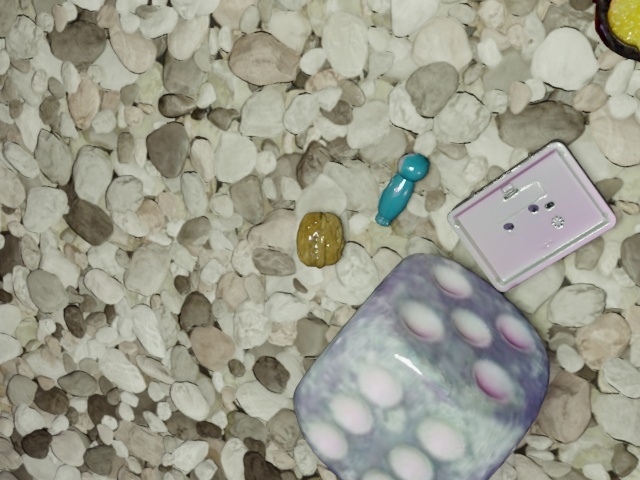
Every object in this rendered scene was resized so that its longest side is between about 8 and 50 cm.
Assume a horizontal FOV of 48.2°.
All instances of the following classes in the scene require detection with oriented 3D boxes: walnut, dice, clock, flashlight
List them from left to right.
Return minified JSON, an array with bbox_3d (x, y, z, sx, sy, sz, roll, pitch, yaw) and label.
[{"bbox_3d":[0.000,0.000,1.161,0.079,0.082,0.096,0,104,-9],"label":"walnut"},{"bbox_3d":[0.124,-0.078,1.110,0.051,0.051,0.129,30,114,10],"label":"flashlight"},{"bbox_3d":[0.142,0.205,1.035,0.270,0.271,0.270,40,127,7],"label":"dice"},{"bbox_3d":[0.305,-0.038,1.048,0.197,0.063,0.150,-36,90,24],"label":"clock"}]

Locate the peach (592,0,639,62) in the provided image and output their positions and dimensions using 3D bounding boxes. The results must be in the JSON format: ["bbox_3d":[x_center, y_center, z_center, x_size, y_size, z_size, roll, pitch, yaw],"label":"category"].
[{"bbox_3d":[0.473,-0.327,0.902,0.279,0.068,0.189,-12,109,3],"label":"peach"}]
